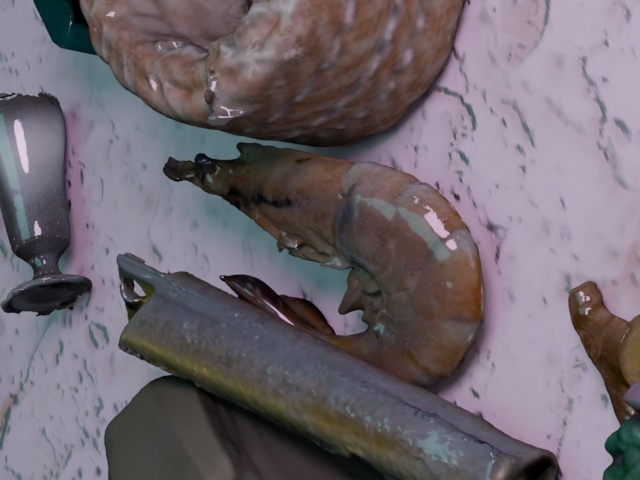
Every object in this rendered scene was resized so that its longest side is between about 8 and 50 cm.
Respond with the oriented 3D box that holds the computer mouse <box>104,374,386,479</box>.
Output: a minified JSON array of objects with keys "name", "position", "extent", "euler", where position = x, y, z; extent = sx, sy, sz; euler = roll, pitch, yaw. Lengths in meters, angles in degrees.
[{"name":"computer mouse","position":[-0.036,0.237,1.059],"extent":[0.429,0.145,0.228],"euler":[35,112,44]}]

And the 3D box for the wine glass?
[{"name":"wine glass","position":[-0.212,-0.027,1.340],"extent":[0.072,0.072,0.155],"euler":[-31,63,40]}]

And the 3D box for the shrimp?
[{"name":"shrimp","position":[0.002,0.017,1.112],"extent":[0.254,0.059,0.145],"euler":[11,109,40]}]

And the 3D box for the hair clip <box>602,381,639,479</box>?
[{"name":"hair clip","position":[0.211,0.128,0.880],"extent":[0.195,0.052,0.124],"euler":[13,108,51]}]

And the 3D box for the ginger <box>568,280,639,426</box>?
[{"name":"ginger","position":[0.159,0.058,0.953],"extent":[0.048,0.030,0.097],"euler":[-43,57,36]}]

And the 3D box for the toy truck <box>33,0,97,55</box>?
[{"name":"toy truck","position":[-0.130,-0.252,1.258],"extent":[0.124,0.114,0.253],"euler":[10,91,58]}]

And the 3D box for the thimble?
[{"name":"thimble","position":[-0.035,-0.162,1.112],"extent":[0.229,0.148,0.196],"euler":[36,110,42]}]

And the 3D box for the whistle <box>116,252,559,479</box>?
[{"name":"whistle","position":[-0.007,0.083,1.067],"extent":[0.326,0.057,0.068],"euler":[24,133,37]}]
